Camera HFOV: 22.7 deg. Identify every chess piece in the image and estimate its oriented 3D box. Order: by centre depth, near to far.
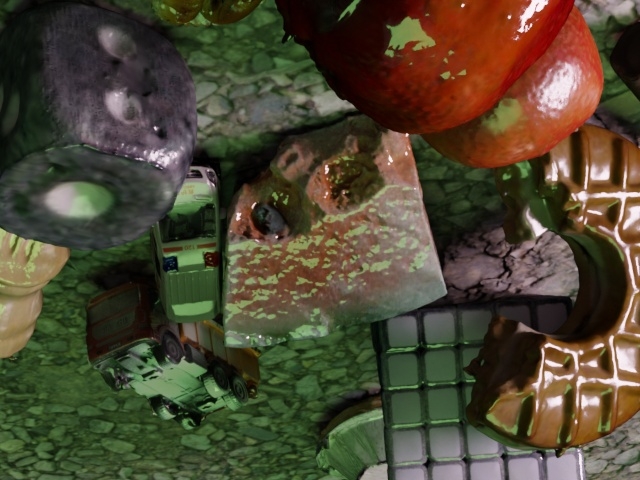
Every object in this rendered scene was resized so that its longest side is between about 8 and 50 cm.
[{"bbox_3d":[-0.332,-0.007,1.753,0.137,0.137,0.301,12,130,-26],"label":"chess piece"}]

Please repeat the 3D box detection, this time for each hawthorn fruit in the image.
[{"bbox_3d":[0.105,-0.247,1.362,0.307,0.265,0.265,-44,139,0],"label":"hawthorn fruit"},{"bbox_3d":[0.194,-0.154,1.564,0.196,0.196,0.225,-28,147,27],"label":"hawthorn fruit"}]

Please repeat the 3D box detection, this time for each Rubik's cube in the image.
[{"bbox_3d":[0.188,0.192,1.947,0.238,0.237,0.237,-5,178,2],"label":"Rubik's cube"}]

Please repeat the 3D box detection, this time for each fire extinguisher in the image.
[{"bbox_3d":[0.390,-0.137,1.721,0.089,0.072,0.267,-20,144,27],"label":"fire extinguisher"}]

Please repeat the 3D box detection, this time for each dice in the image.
[{"bbox_3d":[-0.235,-0.109,1.549,0.181,0.183,0.182,15,140,-32],"label":"dice"}]

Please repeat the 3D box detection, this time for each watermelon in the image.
[{"bbox_3d":[0.003,0.016,1.789,0.264,0.151,0.302,-12,146,0],"label":"watermelon"}]

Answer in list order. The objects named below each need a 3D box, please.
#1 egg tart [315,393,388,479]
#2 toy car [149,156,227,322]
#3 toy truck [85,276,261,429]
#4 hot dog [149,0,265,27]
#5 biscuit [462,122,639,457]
[{"bbox_3d":[0.108,0.301,2.280,0.234,0.094,0.234,-7,146,-5],"label":"egg tart"},{"bbox_3d":[-0.150,-0.001,1.783,0.089,0.108,0.210,-4,145,-6],"label":"toy car"},{"bbox_3d":[-0.177,0.139,1.966,0.114,0.135,0.270,-25,146,20],"label":"toy truck"},{"bbox_3d":[-0.093,-0.289,1.410,0.144,0.075,0.268,-4,144,-5],"label":"hot dog"},{"bbox_3d":[0.292,0.056,1.763,0.268,0.366,0.115,7,-179,-26],"label":"biscuit"}]
